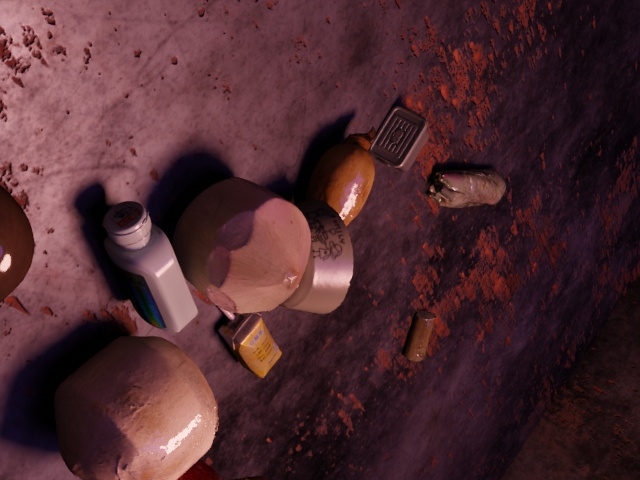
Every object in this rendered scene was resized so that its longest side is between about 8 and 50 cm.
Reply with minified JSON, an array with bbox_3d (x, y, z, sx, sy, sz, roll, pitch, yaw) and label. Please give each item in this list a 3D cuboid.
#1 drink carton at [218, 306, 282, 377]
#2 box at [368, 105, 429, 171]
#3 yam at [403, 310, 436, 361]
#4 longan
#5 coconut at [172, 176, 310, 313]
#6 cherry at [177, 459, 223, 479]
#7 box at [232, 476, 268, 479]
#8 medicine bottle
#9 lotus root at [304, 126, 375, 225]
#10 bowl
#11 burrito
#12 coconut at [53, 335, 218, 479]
[{"bbox_3d":[-0.138,0.176,1.966,0.084,0.074,0.200,-50,148,-17],"label":"drink carton"},{"bbox_3d":[0.161,-0.197,2.083,0.122,0.084,0.069,-58,156,-1],"label":"box"},{"bbox_3d":[0.244,0.237,2.576,0.054,0.054,0.132,-14,126,-50],"label":"yam"},{"bbox_3d":[-0.444,0.001,1.314,0.189,0.189,0.189,-35,140,-35],"label":"longan"},{"bbox_3d":[-0.120,0.018,1.710,0.224,0.234,0.224,-35,144,-30],"label":"coconut"},{"bbox_3d":[-0.257,0.522,1.938,0.203,0.230,0.300,-25,150,-27],"label":"cherry"},{"bbox_3d":[-0.200,0.590,2.219,0.240,0.071,0.159,13,102,-57],"label":"box"},{"bbox_3d":[-0.270,0.037,1.619,0.083,0.121,0.229,-44,144,-23],"label":"medicine bottle"},{"bbox_3d":[0.043,-0.115,1.947,0.118,0.125,0.220,21,94,-16],"label":"lotus root"},{"bbox_3d":[-0.046,0.032,1.873,0.112,0.211,0.211,-4,119,-39],"label":"bowl"},{"bbox_3d":[0.340,-0.118,2.411,0.309,0.066,0.096,-4,113,-54],"label":"burrito"},{"bbox_3d":[-0.303,0.293,1.681,0.247,0.245,0.245,-40,143,-27],"label":"coconut"}]
